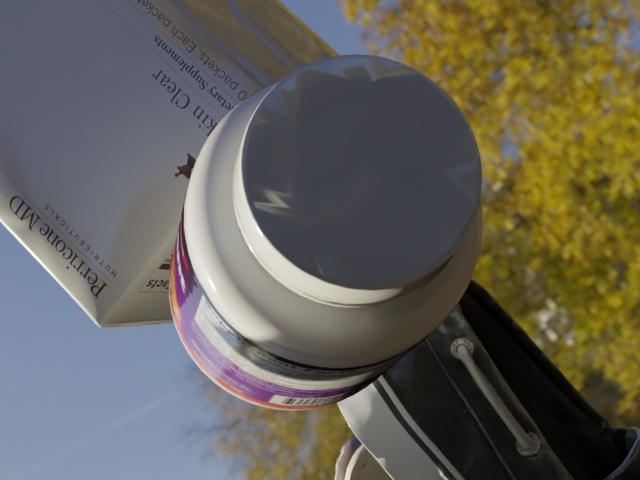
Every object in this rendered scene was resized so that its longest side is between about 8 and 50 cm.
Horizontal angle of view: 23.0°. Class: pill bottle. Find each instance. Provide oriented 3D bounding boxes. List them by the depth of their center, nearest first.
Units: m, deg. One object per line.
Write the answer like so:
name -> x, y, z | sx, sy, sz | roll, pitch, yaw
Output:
pill bottle -> 0.000, 0.000, 0.594 | 0.108, 0.108, 0.193 | -33, -7, -15

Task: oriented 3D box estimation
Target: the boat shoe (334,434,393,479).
boat shoe -> 0.067, 0.308, 1.482 | 0.117, 0.097, 0.324 | -27, -62, -19

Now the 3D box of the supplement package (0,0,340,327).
supplement package -> -0.111, -0.094, 0.852 | 0.145, 0.262, 0.204 | -52, -19, 15

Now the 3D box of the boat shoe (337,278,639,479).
boat shoe -> 0.147, 0.141, 0.812 | 0.105, 0.306, 0.113 | -42, 1, 26
